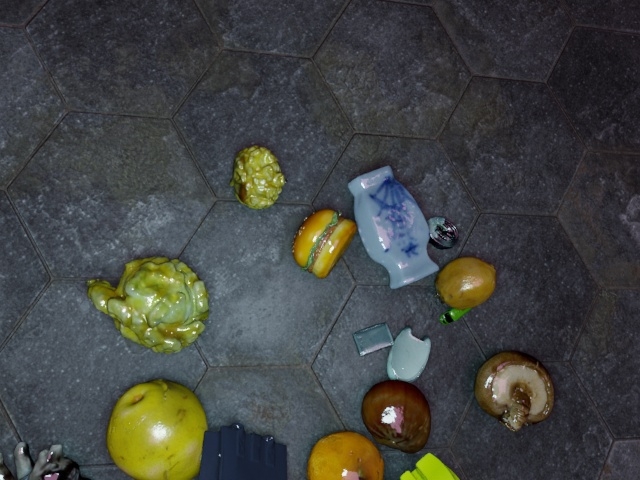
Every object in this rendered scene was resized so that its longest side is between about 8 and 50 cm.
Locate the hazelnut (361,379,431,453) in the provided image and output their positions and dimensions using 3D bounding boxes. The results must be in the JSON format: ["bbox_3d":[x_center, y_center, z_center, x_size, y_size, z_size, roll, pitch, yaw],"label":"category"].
[{"bbox_3d":[0.255,0.578,1.563,0.217,0.217,0.251,-48,112,-14],"label":"hazelnut"}]

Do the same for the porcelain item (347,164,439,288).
[{"bbox_3d":[0.249,-0.046,1.685,0.242,0.178,0.405,-22,83,-13],"label":"porcelain item"}]

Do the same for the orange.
[{"bbox_3d":[0.080,0.722,1.490,0.246,0.246,0.246,2,80,-11],"label":"orange"}]

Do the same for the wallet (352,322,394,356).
[{"bbox_3d":[0.184,0.344,1.674,0.129,0.026,0.088,-18,66,-5],"label":"wallet"}]

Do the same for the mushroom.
[{"bbox_3d":[0.677,0.528,1.686,0.297,0.163,0.278,27,68,-6],"label":"mushroom"}]

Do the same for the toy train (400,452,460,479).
[{"bbox_3d":[0.328,0.835,1.471,0.272,0.179,0.442,-33,131,-13],"label":"toy train"}]

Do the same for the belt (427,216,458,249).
[{"bbox_3d":[0.447,-0.027,1.781,0.140,0.058,0.105,36,73,-3],"label":"belt"}]

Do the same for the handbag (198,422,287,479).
[{"bbox_3d":[-0.221,0.715,1.384,0.122,0.303,0.329,-24,49,25],"label":"handbag"}]

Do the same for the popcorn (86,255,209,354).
[{"bbox_3d":[-0.495,0.183,1.453,0.279,0.274,0.335,-41,90,-17],"label":"popcorn"}]

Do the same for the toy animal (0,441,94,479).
[{"bbox_3d":[-0.768,0.752,1.353,0.302,0.194,0.344,9,82,-4],"label":"toy animal"}]

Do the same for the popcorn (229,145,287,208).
[{"bbox_3d":[-0.214,-0.210,1.624,0.169,0.189,0.218,-8,76,-19],"label":"popcorn"}]

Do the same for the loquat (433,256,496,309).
[{"bbox_3d":[0.505,0.149,1.696,0.234,0.187,0.176,-27,90,17],"label":"loquat"}]

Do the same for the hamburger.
[{"bbox_3d":[0.001,-0.001,1.600,0.170,0.246,0.246,32,76,10],"label":"hamburger"}]

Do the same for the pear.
[{"bbox_3d":[-0.472,0.577,1.416,0.285,0.285,0.336,-6,126,-12],"label":"pear"}]

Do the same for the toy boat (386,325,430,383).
[{"bbox_3d":[0.302,0.409,1.683,0.134,0.079,0.208,28,66,-3],"label":"toy boat"}]

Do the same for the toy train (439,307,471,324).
[{"bbox_3d":[0.528,0.240,1.761,0.209,0.042,0.044,-33,88,-15],"label":"toy train"}]
